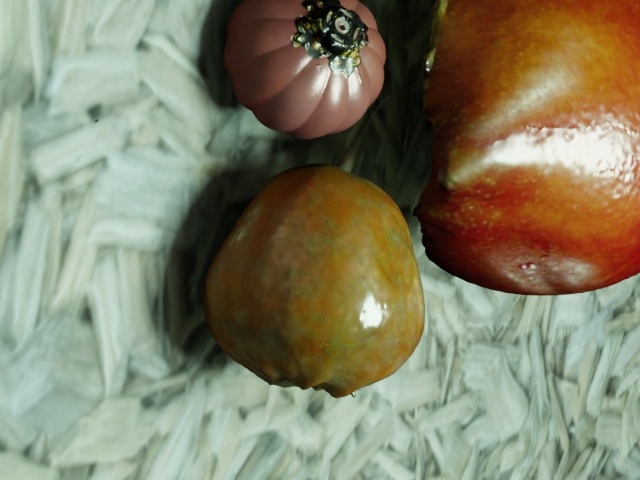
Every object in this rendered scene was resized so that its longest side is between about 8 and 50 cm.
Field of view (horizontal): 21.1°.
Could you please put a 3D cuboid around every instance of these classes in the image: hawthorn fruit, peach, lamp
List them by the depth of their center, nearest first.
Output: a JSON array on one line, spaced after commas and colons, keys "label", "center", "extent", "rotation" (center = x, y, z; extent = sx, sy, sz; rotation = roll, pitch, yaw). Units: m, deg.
[{"label": "lamp", "center": [-0.010, -0.117, 1.085], "extent": [0.107, 0.092, 0.107], "rotation": [12, 66, -30]}, {"label": "hawthorn fruit", "center": [-0.008, 0.015, 1.107], "extent": [0.149, 0.149, 0.189], "rotation": [34, 40, -56]}, {"label": "peach", "center": [0.181, -0.090, 1.215], "extent": [0.361, 0.201, 0.257], "rotation": [-56, 153, -68]}]
